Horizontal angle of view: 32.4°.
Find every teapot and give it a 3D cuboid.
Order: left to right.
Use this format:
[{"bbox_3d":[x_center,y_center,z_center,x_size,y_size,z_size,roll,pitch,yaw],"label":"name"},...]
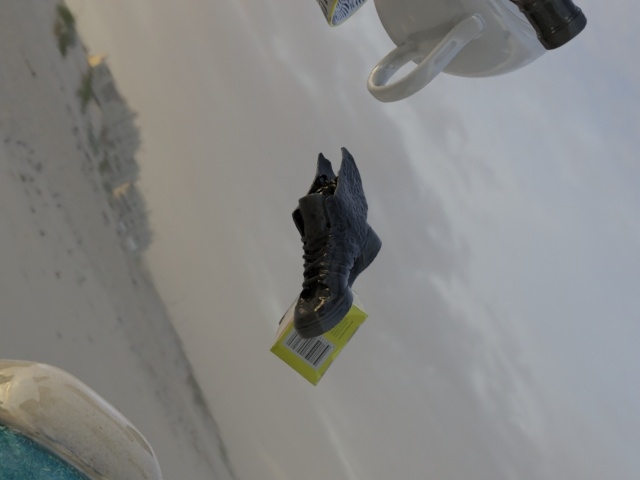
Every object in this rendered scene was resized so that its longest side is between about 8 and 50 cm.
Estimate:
[{"bbox_3d":[0.146,-0.281,1.266,0.187,0.256,0.252,-27,-105,38],"label":"teapot"}]

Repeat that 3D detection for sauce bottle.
[{"bbox_3d":[0.089,-0.153,0.550,0.128,0.042,0.042,48,-7,-18],"label":"sauce bottle"}]

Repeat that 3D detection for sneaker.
[{"bbox_3d":[0.002,-0.001,0.923,0.051,0.170,0.089,-16,-64,35],"label":"sneaker"}]

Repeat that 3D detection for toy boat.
[{"bbox_3d":[-0.274,0.133,0.721,0.267,0.148,0.318,-17,-53,45],"label":"toy boat"}]

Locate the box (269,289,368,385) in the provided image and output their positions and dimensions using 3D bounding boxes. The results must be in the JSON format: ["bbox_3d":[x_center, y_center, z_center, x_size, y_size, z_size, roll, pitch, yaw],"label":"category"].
[{"bbox_3d":[-0.002,0.082,1.117,0.058,0.087,0.232,37,2,-2],"label":"box"}]

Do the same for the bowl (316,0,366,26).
[{"bbox_3d":[0.027,-0.224,0.679,0.080,0.170,0.170,37,-12,1],"label":"bowl"}]
